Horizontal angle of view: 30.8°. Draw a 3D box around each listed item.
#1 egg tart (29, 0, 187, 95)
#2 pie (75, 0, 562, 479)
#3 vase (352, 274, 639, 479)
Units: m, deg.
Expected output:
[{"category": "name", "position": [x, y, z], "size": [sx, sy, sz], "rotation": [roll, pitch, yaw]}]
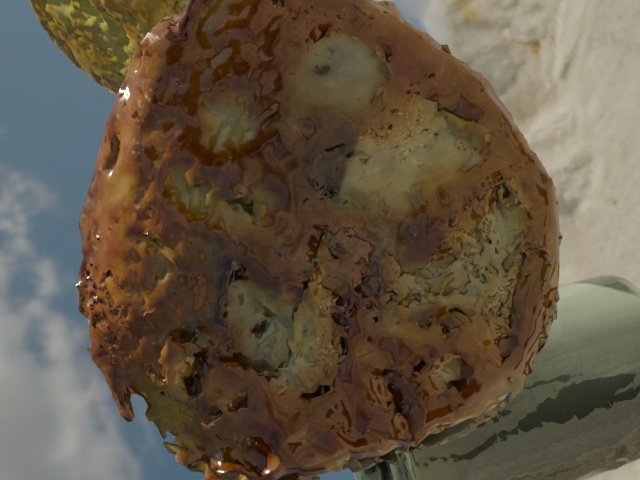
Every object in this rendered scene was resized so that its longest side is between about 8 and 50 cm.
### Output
[{"category": "egg tart", "position": [-0.191, -0.270, 1.264], "size": [0.169, 0.388, 0.388], "rotation": [-53, -50, -27]}, {"category": "pie", "position": [0.000, 0.000, 0.659], "size": [0.085, 0.308, 0.308], "rotation": [-9, -97, -87]}, {"category": "vase", "position": [0.173, 0.154, 1.097], "size": [0.245, 0.291, 0.245], "rotation": [164, 90, -78]}]
